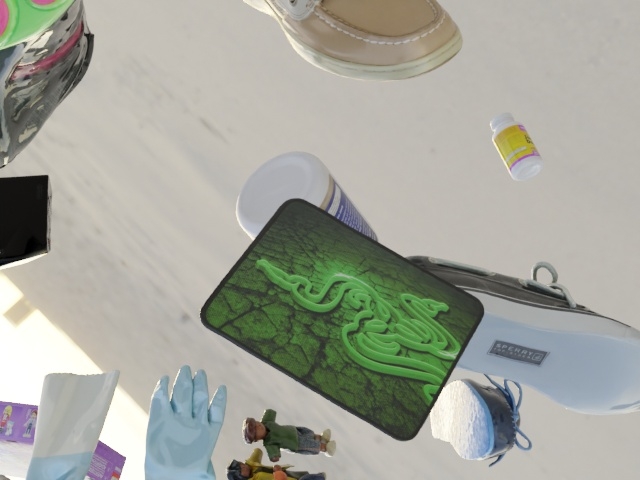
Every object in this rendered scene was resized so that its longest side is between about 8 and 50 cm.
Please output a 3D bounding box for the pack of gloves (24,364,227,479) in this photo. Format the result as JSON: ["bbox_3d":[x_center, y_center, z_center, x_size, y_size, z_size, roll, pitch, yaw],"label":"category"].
[{"bbox_3d":[-0.188,0.209,1.033,0.046,0.195,0.232,71,-164,-52],"label":"pack of gloves"}]

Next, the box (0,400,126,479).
[{"bbox_3d":[-0.445,0.277,1.564,0.293,0.057,0.201,1,151,26],"label":"box"}]

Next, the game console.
[{"bbox_3d":[-0.443,-0.102,1.397,0.044,0.213,0.361,95,168,-51],"label":"game console"}]

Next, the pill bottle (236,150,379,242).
[{"bbox_3d":[0.000,0.000,1.713,0.153,0.153,0.265,39,172,48],"label":"pill bottle"}]

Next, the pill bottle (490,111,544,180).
[{"bbox_3d":[0.240,-0.117,1.393,0.043,0.043,0.083,60,-174,-61],"label":"pill bottle"}]

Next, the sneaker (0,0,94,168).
[{"bbox_3d":[-0.290,-0.207,0.990,0.185,0.202,0.483,42,129,-4],"label":"sneaker"}]

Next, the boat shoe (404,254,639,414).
[{"bbox_3d":[0.209,0.087,1.109,0.306,0.113,0.105,12,-141,-13],"label":"boat shoe"}]

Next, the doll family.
[{"bbox_3d":[-0.038,0.242,1.064,0.111,0.076,0.193,14,-156,-21],"label":"doll family"}]

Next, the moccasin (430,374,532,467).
[{"bbox_3d":[0.258,0.266,1.763,0.342,0.116,0.138,-178,89,-83],"label":"moccasin"}]

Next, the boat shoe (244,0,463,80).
[{"bbox_3d":[0.000,-0.259,1.089,0.341,0.121,0.110,37,152,40],"label":"boat shoe"}]

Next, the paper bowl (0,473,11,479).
[{"bbox_3d":[-0.458,0.388,1.266,0.148,0.284,0.284,18,-178,-18],"label":"paper bowl"}]

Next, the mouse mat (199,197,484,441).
[{"bbox_3d":[0.020,0.056,0.878,0.189,0.153,0.007,30,143,7],"label":"mouse mat"}]
